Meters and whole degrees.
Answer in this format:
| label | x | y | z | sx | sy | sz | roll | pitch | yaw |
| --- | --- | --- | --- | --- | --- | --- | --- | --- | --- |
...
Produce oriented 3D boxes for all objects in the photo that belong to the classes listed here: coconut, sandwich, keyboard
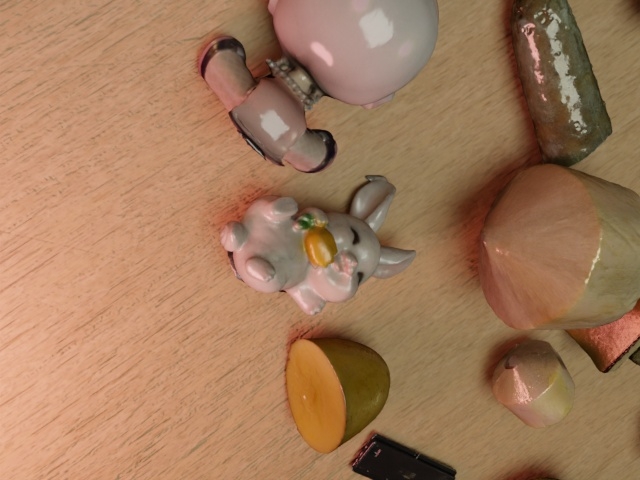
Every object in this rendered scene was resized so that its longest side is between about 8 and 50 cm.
| label | x | y | z | sx | sy | sz | roll | pitch | yaw |
| --- | --- | --- | --- | --- | --- | --- | --- | --- | --- |
| coconut | 0.404 | 0.269 | 1.759 | 0.147 | 0.147 | 0.153 | -44 | 120 | 0 |
| sandwich | 0.563 | 0.134 | 1.768 | 0.058 | 0.162 | 0.193 | 0 | 135 | -48 |
| coconut | 0.402 | 0.015 | 1.571 | 0.328 | 0.329 | 0.329 | -8 | 113 | -19 |
| keyboard | 0.167 | 0.449 | 1.804 | 0.230 | 0.025 | 0.094 | 31 | 99 | -29 |

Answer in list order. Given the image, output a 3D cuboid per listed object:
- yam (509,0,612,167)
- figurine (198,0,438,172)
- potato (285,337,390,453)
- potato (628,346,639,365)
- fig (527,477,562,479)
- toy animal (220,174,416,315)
| label | x | y | z | sx | sy | sz | roll | pitch | yaw |
| --- | --- | --- | --- | --- | --- | --- | --- | --- | --- |
| yam | 0.401 | -0.275 | 1.552 | 0.133 | 0.133 | 0.330 | -27 | 115 | -9 |
| figurine | 0.021 | -0.271 | 1.349 | 0.361 | 0.211 | 0.253 | -46 | 120 | 2 |
| potato | 0.047 | 0.257 | 1.613 | 0.158 | 0.178 | 0.204 | -10 | 90 | -34 |
| potato | 0.670 | 0.136 | 1.812 | 0.113 | 0.149 | 0.251 | 15 | 90 | 9 |
| fig | 0.432 | 0.617 | 1.861 | 0.314 | 0.233 | 0.233 | -25 | 118 | -21 |
| toy animal | -0.001 | 0.007 | 1.494 | 0.325 | 0.154 | 0.209 | -21 | 97 | -35 |
